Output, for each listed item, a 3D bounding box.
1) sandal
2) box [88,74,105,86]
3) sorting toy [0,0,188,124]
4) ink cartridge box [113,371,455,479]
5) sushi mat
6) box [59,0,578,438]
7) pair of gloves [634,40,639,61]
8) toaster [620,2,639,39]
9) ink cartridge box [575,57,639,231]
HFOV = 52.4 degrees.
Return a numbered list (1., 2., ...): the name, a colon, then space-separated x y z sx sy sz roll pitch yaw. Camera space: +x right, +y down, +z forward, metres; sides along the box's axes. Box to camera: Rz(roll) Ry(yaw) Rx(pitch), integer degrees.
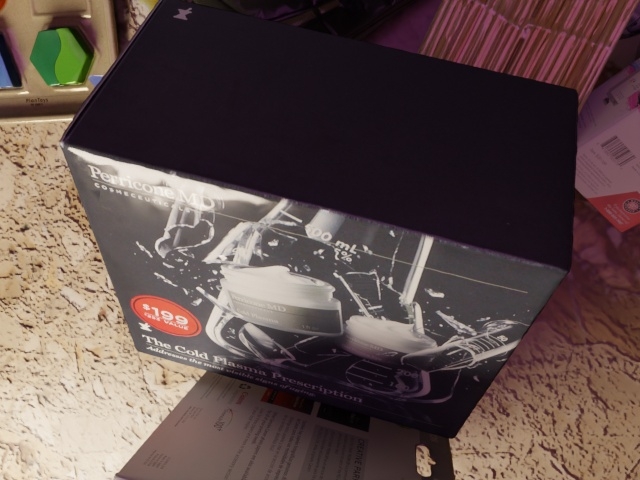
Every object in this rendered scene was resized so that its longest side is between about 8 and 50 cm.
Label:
1. sandal: -0.001 -0.238 0.680 0.302 0.086 0.120 -25 88 -4
2. box: -0.114 -0.121 0.681 0.225 0.136 0.037 3 70 8
3. sorting toy: -0.291 -0.250 0.733 0.307 0.041 0.229 -1 98 8
4. ink cartridge box: -0.017 0.240 0.629 0.271 0.309 0.130 12 100 6
5. sushi mat: 0.206 -0.248 0.547 0.151 0.019 0.317 27 103 6
6. box: 0.000 0.000 0.578 0.343 0.179 0.312 14 144 6
7. pair of gloves: 0.255 -0.117 0.639 0.240 0.042 0.204 -6 131 13
8. toaster: 0.296 -0.297 0.604 0.146 0.129 0.227 40 102 -3
9. ink cartridge box: 0.314 -0.107 0.566 0.115 0.067 0.198 37 128 -24
